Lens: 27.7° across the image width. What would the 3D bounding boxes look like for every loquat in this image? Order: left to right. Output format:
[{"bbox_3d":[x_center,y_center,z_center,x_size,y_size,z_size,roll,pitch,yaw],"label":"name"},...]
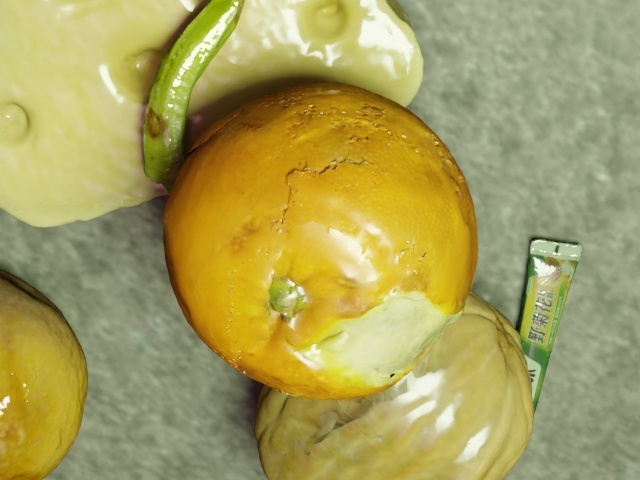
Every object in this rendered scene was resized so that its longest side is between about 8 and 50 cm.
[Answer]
[{"bbox_3d":[-0.319,0.131,1.144,0.238,0.193,0.238,2,114,5],"label":"loquat"}]

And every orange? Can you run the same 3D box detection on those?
[{"bbox_3d":[0.000,0.000,0.982,0.240,0.240,0.240,0,112,-1],"label":"orange"}]

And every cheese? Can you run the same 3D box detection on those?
[{"bbox_3d":[-0.138,-0.213,1.055,0.384,0.104,0.383,-1,114,-1],"label":"cheese"}]

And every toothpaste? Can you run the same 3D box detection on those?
[{"bbox_3d":[0.202,0.095,1.228,0.049,0.031,0.204,8,109,-5],"label":"toothpaste"}]

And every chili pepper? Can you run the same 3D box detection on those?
[{"bbox_3d":[-0.102,-0.129,1.014,0.049,0.043,0.208,24,111,2],"label":"chili pepper"}]

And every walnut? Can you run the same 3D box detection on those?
[{"bbox_3d":[0.064,0.150,1.153,0.225,0.225,0.261,41,111,-16],"label":"walnut"}]
